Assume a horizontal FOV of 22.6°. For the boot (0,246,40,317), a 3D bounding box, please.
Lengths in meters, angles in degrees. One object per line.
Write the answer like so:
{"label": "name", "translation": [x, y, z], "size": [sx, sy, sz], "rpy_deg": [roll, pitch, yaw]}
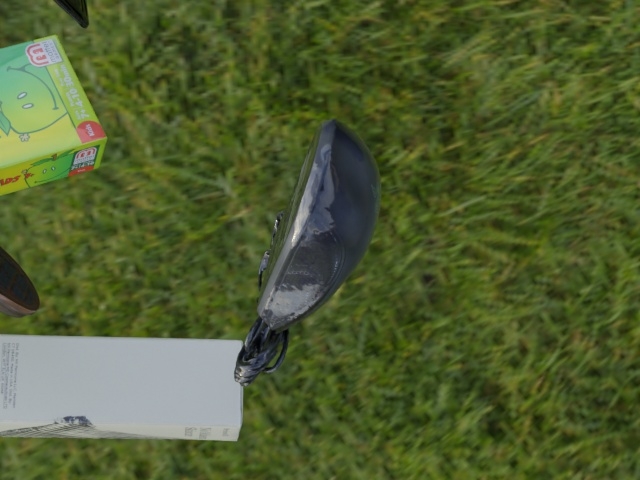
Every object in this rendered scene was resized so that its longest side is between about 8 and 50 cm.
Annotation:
{"label": "boot", "translation": [-0.377, 0.028, 1.507], "size": [0.219, 0.082, 0.106], "rpy_deg": [36, 113, -17]}

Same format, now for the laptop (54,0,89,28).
{"label": "laptop", "translation": [-0.400, -0.352, 1.273], "size": [0.408, 0.382, 0.236], "rpy_deg": [-1, 58, 39]}

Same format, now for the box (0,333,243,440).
{"label": "box", "translation": [-0.218, 0.154, 1.662], "size": [0.275, 0.113, 0.094], "rpy_deg": [2, 75, -3]}

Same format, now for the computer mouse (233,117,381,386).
{"label": "computer mouse", "translation": [0.000, 0.000, 1.365], "size": [0.072, 0.188, 0.272], "rpy_deg": [18, 146, -5]}

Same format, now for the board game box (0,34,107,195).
{"label": "board game box", "translation": [-0.249, -0.073, 1.097], "size": [0.092, 0.181, 0.043], "rpy_deg": [62, 153, 19]}
